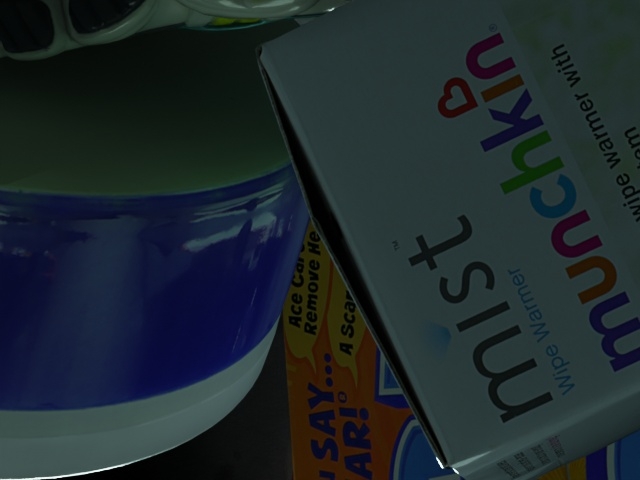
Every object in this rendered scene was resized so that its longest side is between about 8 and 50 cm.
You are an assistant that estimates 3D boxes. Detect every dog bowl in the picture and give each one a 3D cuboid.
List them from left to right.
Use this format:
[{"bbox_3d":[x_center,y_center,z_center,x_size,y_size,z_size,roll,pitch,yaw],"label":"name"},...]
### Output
[{"bbox_3d":[-0.131,-0.037,0.675,0.265,0.104,0.265,14,-152,-8],"label":"dog bowl"}]

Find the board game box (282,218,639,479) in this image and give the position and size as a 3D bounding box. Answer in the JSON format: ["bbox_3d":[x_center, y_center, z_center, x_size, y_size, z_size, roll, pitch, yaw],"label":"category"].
[{"bbox_3d":[0.232,0.150,1.063,0.356,0.356,0.356,-17,160,37],"label":"board game box"}]

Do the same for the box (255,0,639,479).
[{"bbox_3d":[0.125,-0.023,0.586,0.231,0.127,0.262,-25,170,5],"label":"box"}]

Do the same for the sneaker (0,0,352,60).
[{"bbox_3d":[-0.038,-0.104,0.611,0.275,0.107,0.110,5,-178,14],"label":"sneaker"}]

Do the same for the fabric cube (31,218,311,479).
[{"bbox_3d":[-0.175,0.030,1.173,0.254,0.259,0.258,11,172,-41],"label":"fabric cube"}]
